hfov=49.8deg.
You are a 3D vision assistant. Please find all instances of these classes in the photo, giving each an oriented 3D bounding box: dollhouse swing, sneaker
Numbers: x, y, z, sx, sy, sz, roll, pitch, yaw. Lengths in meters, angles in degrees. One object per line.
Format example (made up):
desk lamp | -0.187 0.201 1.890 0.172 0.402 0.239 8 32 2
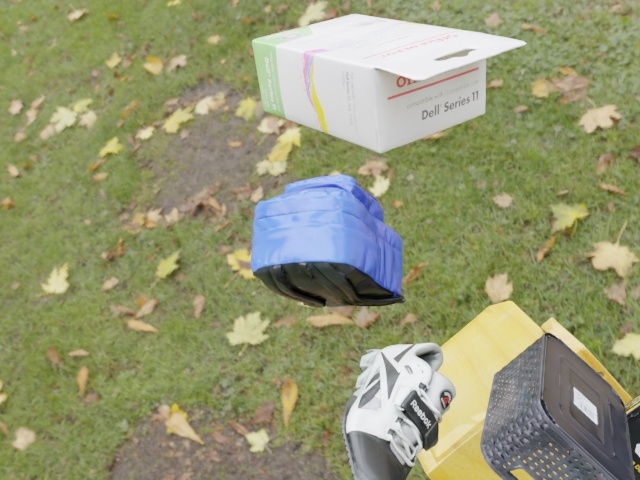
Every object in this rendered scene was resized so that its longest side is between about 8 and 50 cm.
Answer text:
dollhouse swing | 0.371 0.336 1.312 0.347 0.305 0.315 -42 92 5
sneaker | 0.124 0.252 1.019 0.146 0.122 0.330 -21 23 21

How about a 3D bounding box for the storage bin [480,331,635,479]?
storage bin | 0.248 0.193 0.721 0.084 0.122 0.180 -48 -1 26

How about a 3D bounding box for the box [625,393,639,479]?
box | 0.537 0.276 0.802 0.257 0.079 0.322 -43 74 17

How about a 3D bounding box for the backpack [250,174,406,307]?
backpack | 0.000 0.000 0.535 0.098 0.120 0.101 -12 72 25

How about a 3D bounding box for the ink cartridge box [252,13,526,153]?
ink cartridge box | 0.087 -0.225 0.966 0.207 0.119 0.353 -24 33 -29
